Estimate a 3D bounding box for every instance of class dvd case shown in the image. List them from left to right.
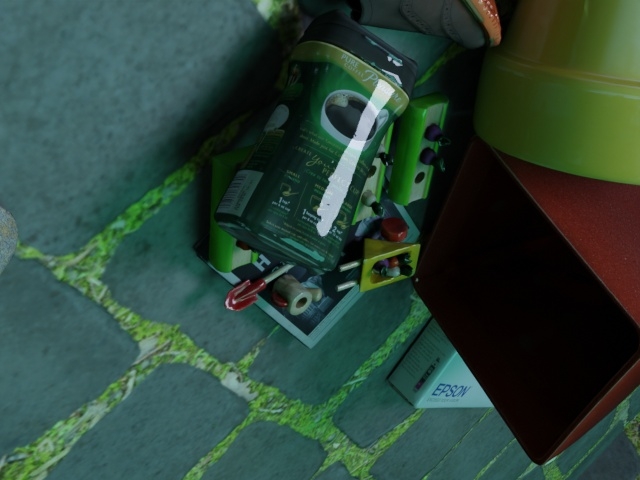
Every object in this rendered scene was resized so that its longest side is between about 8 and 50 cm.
[{"bbox_3d":[0.000,0.000,0.840,0.179,0.029,0.239,-46,147,-3],"label":"dvd case"}]

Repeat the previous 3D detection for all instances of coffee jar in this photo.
[{"bbox_3d":[0.000,-0.075,0.642,0.096,0.079,0.184,29,80,-25],"label":"coffee jar"}]

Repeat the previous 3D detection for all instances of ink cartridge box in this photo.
[{"bbox_3d":[0.286,0.104,1.241,0.324,0.071,0.330,15,115,-53],"label":"ink cartridge box"}]

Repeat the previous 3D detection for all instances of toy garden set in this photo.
[{"bbox_3d":[0.016,-0.010,0.772,0.244,0.049,0.204,-21,136,-32],"label":"toy garden set"}]

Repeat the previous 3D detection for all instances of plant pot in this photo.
[{"bbox_3d":[0.293,0.035,0.925,0.235,0.267,0.267,-18,149,-23],"label":"plant pot"},{"bbox_3d":[0.282,-0.198,0.775,0.254,0.254,0.239,-13,119,-41],"label":"plant pot"}]

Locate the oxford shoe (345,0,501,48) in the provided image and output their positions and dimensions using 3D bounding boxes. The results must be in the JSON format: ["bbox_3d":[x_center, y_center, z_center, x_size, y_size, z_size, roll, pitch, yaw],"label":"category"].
[{"bbox_3d":[0.070,-0.208,0.672,0.098,0.097,0.271,-23,161,23],"label":"oxford shoe"}]

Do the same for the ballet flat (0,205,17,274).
[{"bbox_3d":[-0.310,0.085,0.506,0.316,0.106,0.107,-32,144,-22],"label":"ballet flat"}]
